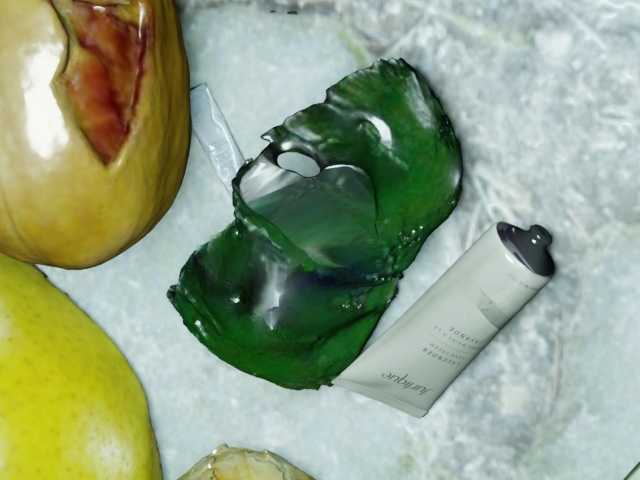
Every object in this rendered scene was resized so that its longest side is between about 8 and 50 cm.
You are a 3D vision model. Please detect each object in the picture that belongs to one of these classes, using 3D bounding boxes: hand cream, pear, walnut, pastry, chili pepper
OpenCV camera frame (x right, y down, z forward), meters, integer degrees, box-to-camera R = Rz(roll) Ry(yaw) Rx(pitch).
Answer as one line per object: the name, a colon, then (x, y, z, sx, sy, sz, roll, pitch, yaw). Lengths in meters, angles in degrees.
hand cream: (0.096, 0.055, 1.328, 0.087, 0.054, 0.186, 24, 121, -32)
pear: (-0.302, 0.202, 1.442, 0.340, 0.191, 0.386, -17, 102, 24)
walnut: (-0.192, -0.126, 1.294, 0.203, 0.203, 0.298, -12, 86, 22)
pastry: (-0.058, 0.225, 1.418, 0.153, 0.081, 0.153, 0, 106, -1)
chili pepper: (0.000, 0.000, 1.309, 0.148, 0.116, 0.264, 36, 116, -1)
hand cream: (-0.074, -0.069, 1.370, 0.030, 0.019, 0.093, -25, 92, 26)

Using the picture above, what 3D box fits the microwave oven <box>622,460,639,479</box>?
microwave oven: (0.361, 0.259, 1.204, 0.394, 0.247, 0.333, -34, 94, 25)
